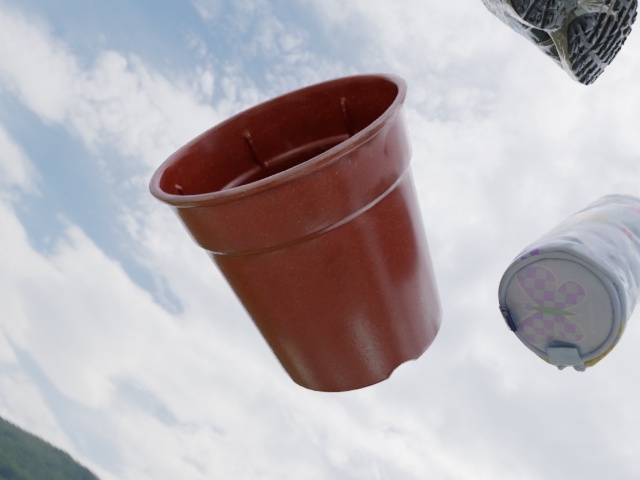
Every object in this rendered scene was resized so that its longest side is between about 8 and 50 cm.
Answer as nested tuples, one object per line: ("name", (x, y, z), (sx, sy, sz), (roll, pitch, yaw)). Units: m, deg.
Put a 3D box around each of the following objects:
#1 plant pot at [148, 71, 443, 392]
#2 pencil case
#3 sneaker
("plant pot", (0.000, 0.000, 0.679), (0.272, 0.272, 0.265), (3, -54, 42))
("pencil case", (0.291, 0.032, 0.662), (0.113, 0.273, 0.124), (-26, -91, 41))
("sneaker", (0.262, -0.278, 0.723), (0.110, 0.283, 0.122), (-56, -133, 15))
